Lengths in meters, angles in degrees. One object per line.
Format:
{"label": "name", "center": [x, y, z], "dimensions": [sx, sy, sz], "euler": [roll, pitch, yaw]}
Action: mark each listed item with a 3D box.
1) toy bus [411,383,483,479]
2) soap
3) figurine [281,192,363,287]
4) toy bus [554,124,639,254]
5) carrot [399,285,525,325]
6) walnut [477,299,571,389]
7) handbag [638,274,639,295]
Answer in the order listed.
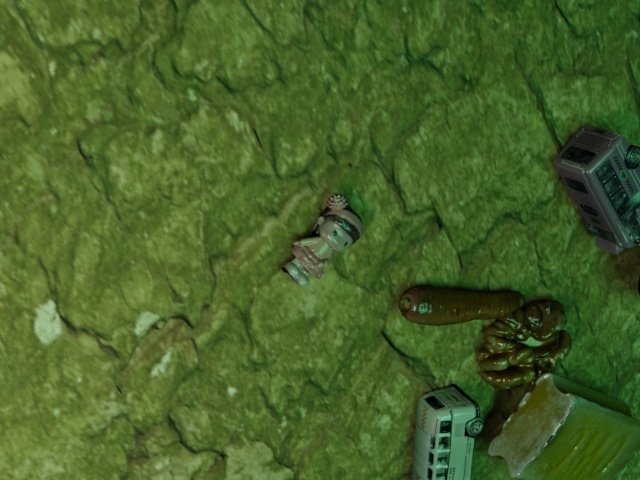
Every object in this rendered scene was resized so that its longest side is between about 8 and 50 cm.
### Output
{"label": "toy bus", "center": [0.190, 0.326, 1.501], "dimensions": [0.089, 0.087, 0.194], "euler": [-5, 111, -22]}
{"label": "soap", "center": [0.413, 0.327, 1.599], "dimensions": [0.274, 0.089, 0.173], "euler": [23, 105, -44]}
{"label": "figurine", "center": [0.000, 0.000, 1.289], "dimensions": [0.129, 0.054, 0.072], "euler": [-45, 109, -1]}
{"label": "toy bus", "center": [0.448, -0.077, 1.497], "dimensions": [0.108, 0.096, 0.199], "euler": [-44, 123, -10]}
{"label": "carrot", "center": [0.219, 0.097, 1.452], "dimensions": [0.248, 0.059, 0.059], "euler": [1, 107, -34]}
{"label": "walnut", "center": [0.330, 0.169, 1.535], "dimensions": [0.170, 0.069, 0.143], "euler": [-30, 122, -15]}
{"label": "handbag", "center": [0.635, -0.007, 1.589], "dimensions": [0.308, 0.093, 0.254], "euler": [-50, 148, -14]}
